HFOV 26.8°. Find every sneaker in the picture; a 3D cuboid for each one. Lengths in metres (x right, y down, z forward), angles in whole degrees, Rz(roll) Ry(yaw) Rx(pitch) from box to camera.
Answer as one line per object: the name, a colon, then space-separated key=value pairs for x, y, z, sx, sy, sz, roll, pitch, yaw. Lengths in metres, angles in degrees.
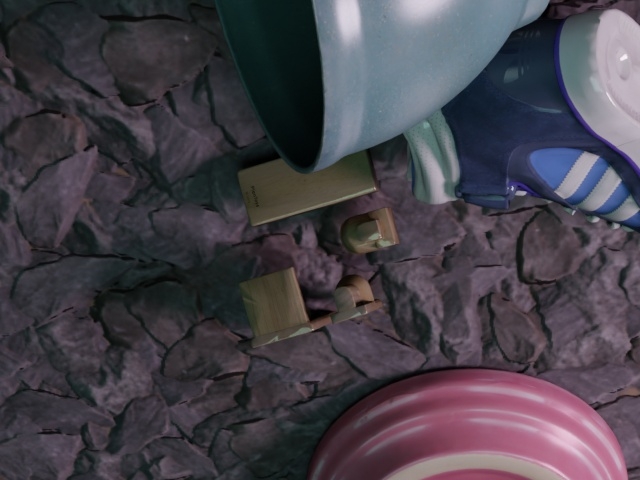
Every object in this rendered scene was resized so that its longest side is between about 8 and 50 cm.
sneaker: x=0.194 y=-0.073 z=1.122 sx=0.236 sy=0.130 sz=0.323 roll=-9 pitch=151 yaw=37

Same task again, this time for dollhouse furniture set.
dollhouse furniture set: x=0.000 y=0.000 z=1.210 sx=0.144 sy=0.123 sz=0.151 roll=-16 pitch=88 yaw=11

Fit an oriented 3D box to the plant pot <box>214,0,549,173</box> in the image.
plant pot: x=0.041 y=-0.211 z=0.932 sx=0.196 sy=0.293 sz=0.293 roll=-16 pitch=125 yaw=-12

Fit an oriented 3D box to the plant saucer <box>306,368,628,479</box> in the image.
plant saucer: x=0.150 y=0.280 z=1.367 sx=0.332 sy=0.084 sz=0.332 roll=0 pitch=125 yaw=1
